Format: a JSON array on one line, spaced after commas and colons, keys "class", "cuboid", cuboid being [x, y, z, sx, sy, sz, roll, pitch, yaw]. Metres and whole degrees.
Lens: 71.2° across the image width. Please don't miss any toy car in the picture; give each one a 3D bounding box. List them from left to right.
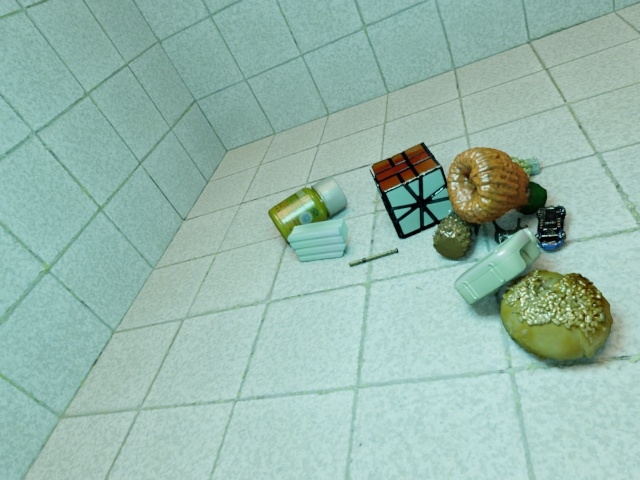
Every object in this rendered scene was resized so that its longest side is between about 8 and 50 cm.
[{"class": "toy car", "cuboid": [0.857, -0.046, 1.662, 0.103, 0.063, 0.216, -4, 47, 34]}]

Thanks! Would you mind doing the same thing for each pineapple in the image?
[{"class": "pineapple", "cuboid": [0.589, -0.087, 1.838, 0.165, 0.166, 0.364, 5, 44, 41]}]

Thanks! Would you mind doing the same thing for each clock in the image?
[{"class": "clock", "cuboid": [0.623, 0.075, 1.523, 0.324, 0.109, 0.265, -27, -18, -39]}]

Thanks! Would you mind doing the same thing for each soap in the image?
[{"class": "soap", "cuboid": [0.000, 0.000, 2.139, 0.289, 0.173, 0.095, -9, 38, 29]}]

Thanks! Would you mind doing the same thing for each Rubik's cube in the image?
[{"class": "Rubik's cube", "cuboid": [0.416, -0.228, 2.035, 0.293, 0.289, 0.283, -21, 35, 10]}]

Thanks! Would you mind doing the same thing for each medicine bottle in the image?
[{"class": "medicine bottle", "cuboid": [-0.064, -0.163, 2.362, 0.384, 0.224, 0.224, -32, 33, -6]}]

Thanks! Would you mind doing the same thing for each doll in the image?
[{"class": "doll", "cuboid": [0.736, -0.015, 1.721, 0.139, 0.057, 0.165, -6, 44, 27]}]

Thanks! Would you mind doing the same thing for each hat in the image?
[{"class": "hat", "cuboid": [0.707, -0.212, 1.701, 0.400, 0.285, 0.285, -3, 30, -15]}]

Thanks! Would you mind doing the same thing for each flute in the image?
[{"class": "flute", "cuboid": [0.235, 0.076, 1.998, 0.232, 0.027, 0.027, -19, 35, 17]}]

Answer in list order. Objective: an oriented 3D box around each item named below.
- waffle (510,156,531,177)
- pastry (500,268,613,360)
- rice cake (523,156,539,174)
[{"class": "waffle", "cuboid": [0.821, -0.284, 1.954, 0.169, 0.036, 0.184, 19, 84, 28]}, {"class": "pastry", "cuboid": [0.693, 0.205, 1.339, 0.284, 0.184, 0.315, -37, 34, -9]}, {"class": "rice cake", "cuboid": [0.809, -0.295, 2.025, 0.336, 0.066, 0.063, -15, 32, 23]}]
